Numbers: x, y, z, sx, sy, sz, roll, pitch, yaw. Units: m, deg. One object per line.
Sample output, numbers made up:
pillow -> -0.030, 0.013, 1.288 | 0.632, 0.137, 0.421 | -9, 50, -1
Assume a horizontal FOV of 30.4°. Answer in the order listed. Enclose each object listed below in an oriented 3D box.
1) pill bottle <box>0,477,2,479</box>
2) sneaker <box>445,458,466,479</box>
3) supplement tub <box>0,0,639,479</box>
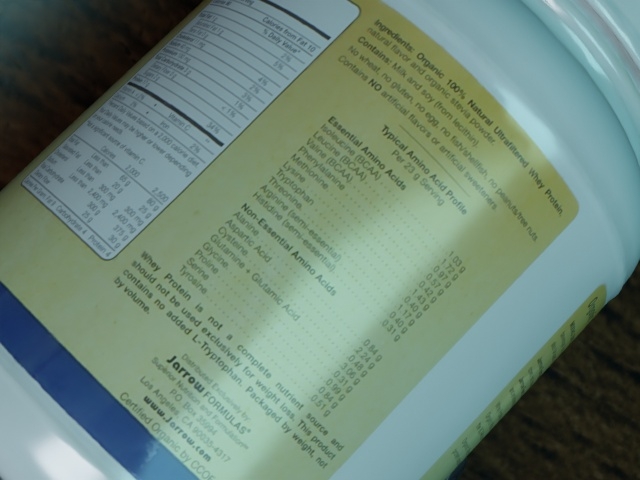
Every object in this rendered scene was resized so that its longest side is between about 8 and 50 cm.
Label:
pill bottle -> -0.218, 0.144, 0.501 | 0.278, 0.162, 0.162 | 32, 89, -32
sneaker -> 0.051, 0.187, 0.694 | 0.269, 0.101, 0.153 | 35, 90, -29
supplement tub -> 0.000, 0.000, 0.536 | 0.316, 0.228, 0.228 | -45, 121, -10
